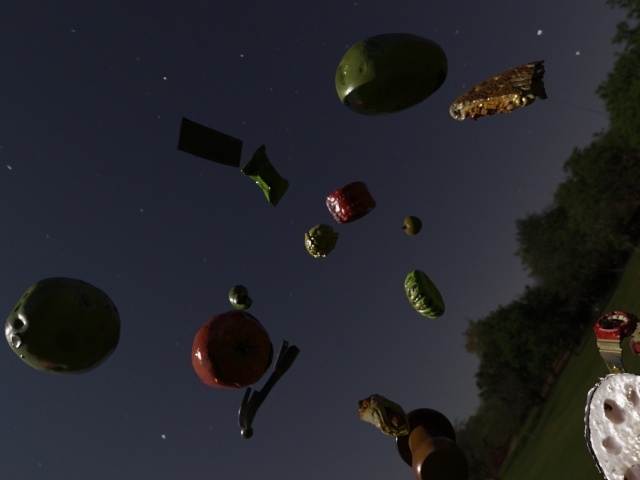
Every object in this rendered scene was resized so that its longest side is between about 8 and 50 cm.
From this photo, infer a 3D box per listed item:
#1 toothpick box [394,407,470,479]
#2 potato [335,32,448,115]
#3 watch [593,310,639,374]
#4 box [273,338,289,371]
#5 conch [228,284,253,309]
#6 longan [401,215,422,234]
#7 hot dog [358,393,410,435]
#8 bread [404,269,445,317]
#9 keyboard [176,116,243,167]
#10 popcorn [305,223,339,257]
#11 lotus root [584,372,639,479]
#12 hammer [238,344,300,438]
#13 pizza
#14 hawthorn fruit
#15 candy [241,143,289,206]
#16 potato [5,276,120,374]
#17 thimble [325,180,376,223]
[{"bbox_3d":[0.329,0.619,1.379,0.192,0.192,0.294,-57,-2,-3],"label":"toothpick box"},{"bbox_3d":[0.188,-0.447,1.249,0.304,0.215,0.215,-18,-40,-2],"label":"potato"},{"bbox_3d":[0.862,0.322,1.294,0.268,0.102,0.165,50,-118,-16],"label":"watch"},{"bbox_3d":[-0.165,0.486,1.963,0.091,0.031,0.126,-115,43,-84],"label":"box"},{"bbox_3d":[-0.268,0.197,1.591,0.089,0.121,0.074,27,-86,-15],"label":"conch"},{"bbox_3d":[0.345,-0.056,1.777,0.083,0.075,0.075,-11,-47,-10],"label":"longan"},{"bbox_3d":[0.139,0.399,1.094,0.061,0.169,0.078,49,-115,-28],"label":"hot dog"},{"bbox_3d":[0.279,0.149,1.267,0.071,0.130,0.139,-36,-49,20],"label":"bread"},{"bbox_3d":[-0.281,-0.247,1.219,0.250,0.017,0.087,6,-88,-66],"label":"keyboard"},{"bbox_3d":[0.000,0.000,1.632,0.116,0.106,0.120,5,-87,-32],"label":"popcorn"},{"bbox_3d":[0.670,0.380,0.884,0.192,0.272,0.272,1,-58,-14],"label":"lotus root"},{"bbox_3d":[-0.136,0.387,1.283,0.290,0.037,0.137,-50,-29,-49],"label":"hammer"},{"bbox_3d":[0.523,-0.405,1.303,0.290,0.228,0.081,-29,-63,-2],"label":"pizza"},{"bbox_3d":[-0.329,0.397,1.626,0.276,0.276,0.307,-15,-14,-48],"label":"hawthorn fruit"},{"bbox_3d":[-0.220,-0.258,1.901,0.149,0.069,0.246,-58,-48,-22],"label":"candy"},{"bbox_3d":[-0.502,0.170,0.926,0.253,0.149,0.186,84,-174,-51],"label":"potato"},{"bbox_3d":[0.126,-0.150,1.846,0.163,0.125,0.190,-34,-10,36],"label":"thimble"}]
